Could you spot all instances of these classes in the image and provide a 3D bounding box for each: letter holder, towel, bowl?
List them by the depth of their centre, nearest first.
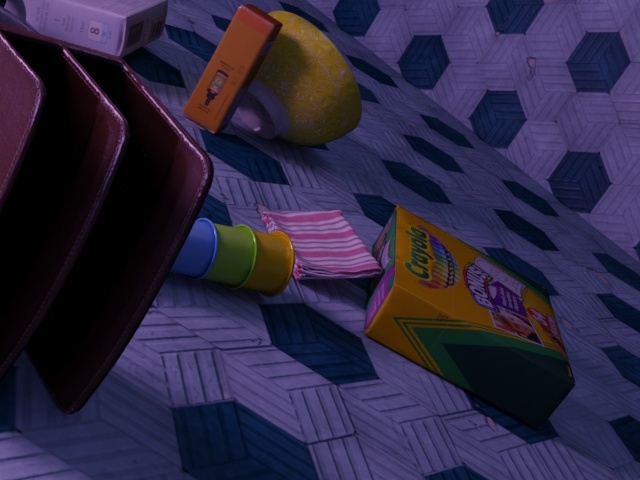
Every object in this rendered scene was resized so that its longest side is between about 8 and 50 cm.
[{"bbox_3d":[-0.260,-0.006,0.980,0.152,0.301,0.214,8,31,-49],"label":"letter holder"},{"bbox_3d":[0.000,0.000,1.689,0.144,0.029,0.197,-1,32,-23],"label":"towel"},{"bbox_3d":[-0.075,-0.289,2.097,0.289,0.289,0.156,39,63,19],"label":"bowl"}]

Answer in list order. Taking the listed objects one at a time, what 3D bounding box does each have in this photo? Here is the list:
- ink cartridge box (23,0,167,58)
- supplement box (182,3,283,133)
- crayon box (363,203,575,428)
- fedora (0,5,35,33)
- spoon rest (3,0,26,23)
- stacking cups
[{"bbox_3d":[-0.517,-0.459,2.051,0.385,0.091,0.308,15,20,2],"label":"ink cartridge box"},{"bbox_3d":[-0.162,-0.316,1.964,0.078,0.233,0.080,33,16,2],"label":"supplement box"},{"bbox_3d":[0.233,0.110,1.735,0.313,0.106,0.363,30,20,-7],"label":"crayon box"},{"bbox_3d":[-0.493,-0.269,1.518,0.275,0.124,0.244,33,19,3],"label":"fedora"},{"bbox_3d":[-0.580,-0.389,1.735,0.137,0.084,0.276,37,19,15],"label":"spoon rest"},{"bbox_3d":[-0.186,0.013,1.393,0.316,0.096,0.096,9,29,-37],"label":"stacking cups"}]
